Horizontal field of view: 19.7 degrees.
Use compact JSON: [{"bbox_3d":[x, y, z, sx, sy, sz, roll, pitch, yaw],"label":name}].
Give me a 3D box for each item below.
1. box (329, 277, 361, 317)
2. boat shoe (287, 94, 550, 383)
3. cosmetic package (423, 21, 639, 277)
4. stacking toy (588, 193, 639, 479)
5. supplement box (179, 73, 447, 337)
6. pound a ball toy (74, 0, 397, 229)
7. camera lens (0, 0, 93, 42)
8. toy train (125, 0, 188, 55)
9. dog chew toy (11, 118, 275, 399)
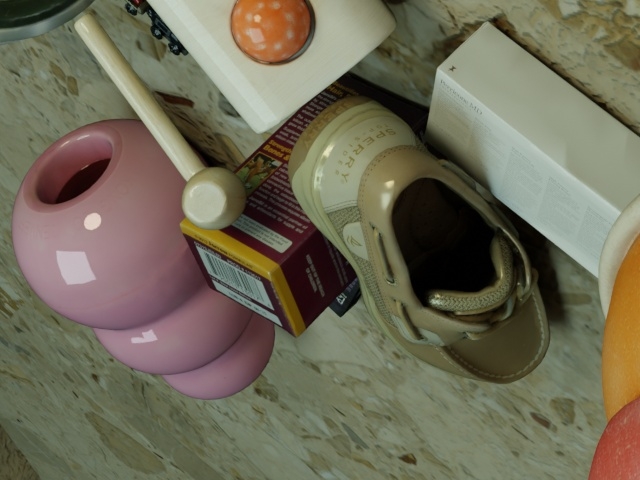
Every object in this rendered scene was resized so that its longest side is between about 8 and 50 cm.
[{"bbox_3d":[0.000,0.000,1.679,0.116,0.029,0.162,43,159,7],"label":"box"},{"bbox_3d":[0.095,0.028,1.352,0.110,0.121,0.341,38,176,42],"label":"boat shoe"},{"bbox_3d":[0.182,-0.039,1.249,0.239,0.060,0.099,40,160,15],"label":"cosmetic package"},{"bbox_3d":[0.239,0.215,0.977,0.350,0.480,0.350,23,149,15],"label":"stacking toy"},{"bbox_3d":[-0.001,-0.030,1.418,0.104,0.188,0.081,28,153,37],"label":"supplement box"},{"bbox_3d":[-0.096,-0.175,1.271,0.319,0.208,0.136,52,-171,-11],"label":"pound a ball toy"},{"bbox_3d":[-0.276,-0.260,1.442,0.219,0.219,0.274,52,167,-15],"label":"camera lens"},{"bbox_3d":[-0.168,-0.221,1.601,0.158,0.027,0.036,43,154,8],"label":"toy train"},{"bbox_3d":[-0.156,0.035,1.811,0.206,0.206,0.332,22,156,45],"label":"dog chew toy"}]
